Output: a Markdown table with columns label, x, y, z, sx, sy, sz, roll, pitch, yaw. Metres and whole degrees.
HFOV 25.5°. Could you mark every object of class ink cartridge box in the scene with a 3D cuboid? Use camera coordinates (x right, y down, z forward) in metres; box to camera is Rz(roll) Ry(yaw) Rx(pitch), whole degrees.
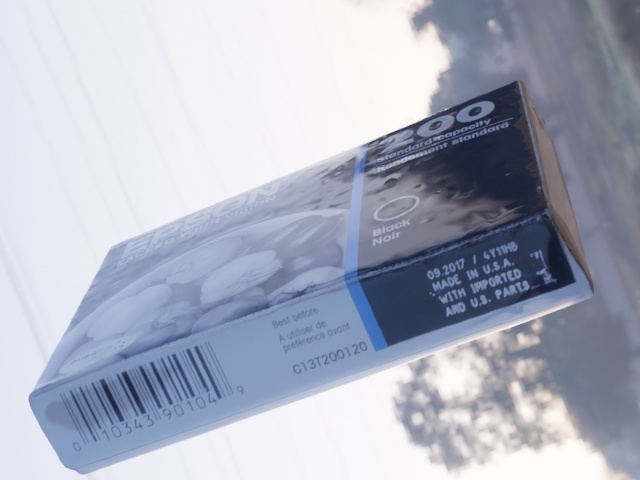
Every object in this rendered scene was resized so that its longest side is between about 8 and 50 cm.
| label | x | y | z | sx | sy | sz | roll | pitch | yaw |
| --- | --- | --- | --- | --- | --- | --- | --- | --- | --- |
| ink cartridge box | 0.000 | 0.000 | 0.592 | 0.208 | 0.206 | 0.045 | -80 | -33 | -68 |
